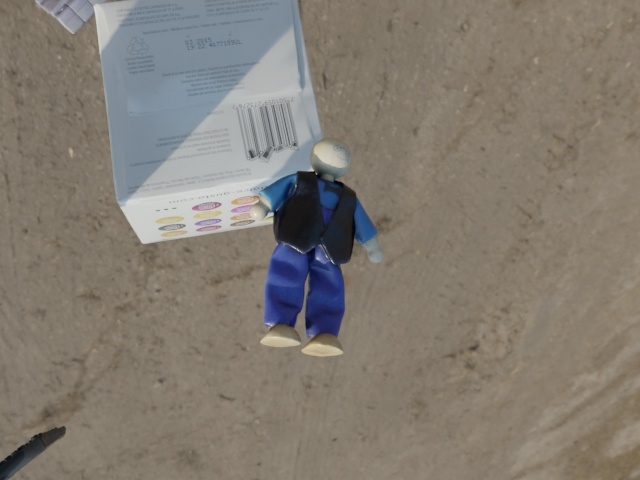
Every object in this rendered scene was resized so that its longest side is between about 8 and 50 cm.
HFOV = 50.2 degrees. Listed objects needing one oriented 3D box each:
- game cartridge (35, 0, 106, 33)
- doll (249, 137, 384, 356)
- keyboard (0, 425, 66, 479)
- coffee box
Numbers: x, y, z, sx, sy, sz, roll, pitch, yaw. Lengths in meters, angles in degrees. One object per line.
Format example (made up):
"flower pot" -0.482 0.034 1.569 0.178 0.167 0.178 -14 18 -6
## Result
"game cartridge" -0.532 -0.591 1.547 0.230 0.355 0.068 -50 127 0
"doll" 0.000 0.000 0.582 0.129 0.189 0.046 15 158 -21
"keyboard" -0.382 0.279 0.781 0.180 0.023 0.108 -39 180 -2
"coffee box" -0.197 -0.210 1.239 0.337 0.338 0.334 -9 170 -10
